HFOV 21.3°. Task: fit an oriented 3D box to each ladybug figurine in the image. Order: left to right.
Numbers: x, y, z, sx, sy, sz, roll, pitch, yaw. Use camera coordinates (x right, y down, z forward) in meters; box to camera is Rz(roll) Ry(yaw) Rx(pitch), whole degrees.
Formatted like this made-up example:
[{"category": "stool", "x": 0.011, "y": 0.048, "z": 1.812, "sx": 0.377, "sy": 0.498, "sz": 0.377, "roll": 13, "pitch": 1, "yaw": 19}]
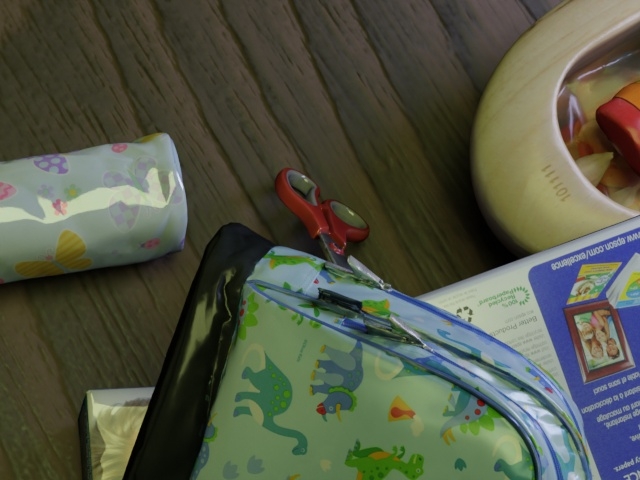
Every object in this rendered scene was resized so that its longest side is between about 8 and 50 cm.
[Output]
[{"category": "ladybug figurine", "x": 0.336, "y": -0.112, "z": 1.712, "sx": 0.449, "sy": 0.162, "sz": 0.305, "roll": -28, "pitch": 78, "yaw": -20}]

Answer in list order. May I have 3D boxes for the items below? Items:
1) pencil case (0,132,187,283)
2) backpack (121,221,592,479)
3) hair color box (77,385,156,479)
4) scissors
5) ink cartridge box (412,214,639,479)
[{"category": "pencil case", "x": -0.257, "y": -0.029, "z": 1.578, "sx": 0.273, "sy": 0.113, "sz": 0.124, "roll": -11, "pitch": 62, "yaw": -16}, {"category": "backpack", "x": 0.039, "y": 0.172, "z": 1.344, "sx": 0.355, "sy": 0.273, "sz": 0.290, "roll": 21, "pitch": 92, "yaw": -5}, {"category": "hair color box", "x": -0.038, "y": 0.220, "z": 1.532, "sx": 0.347, "sy": 0.105, "sz": 0.174, "roll": -2, "pitch": 70, "yaw": -13}, {"category": "scissors", "x": 0.000, "y": 0.000, "z": 1.563, "sx": 0.109, "sy": 0.297, "sz": 0.021, "roll": 35, "pitch": 106, "yaw": -10}, {"category": "ink cartridge box", "x": 0.220, "y": 0.163, "z": 1.507, "sx": 0.303, "sy": 0.072, "sz": 0.307, "roll": -19, "pitch": 88, "yaw": -17}]
